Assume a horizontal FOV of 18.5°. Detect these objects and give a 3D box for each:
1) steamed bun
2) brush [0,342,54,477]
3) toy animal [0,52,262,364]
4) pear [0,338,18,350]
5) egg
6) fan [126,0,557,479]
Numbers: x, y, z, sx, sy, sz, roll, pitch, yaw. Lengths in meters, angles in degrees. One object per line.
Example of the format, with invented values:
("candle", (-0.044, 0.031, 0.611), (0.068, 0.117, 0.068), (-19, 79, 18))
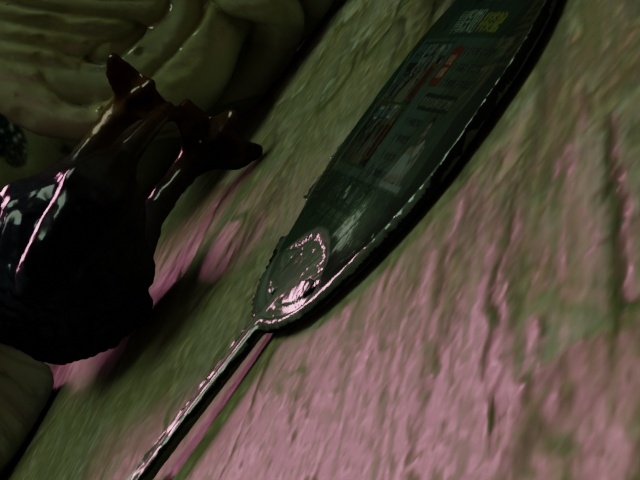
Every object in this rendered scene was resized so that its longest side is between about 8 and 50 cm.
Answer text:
("steamed bun", (-0.147, -0.191, 1.347), (0.268, 0.280, 0.207), (-31, -4, -9))
("brush", (-0.271, 0.082, 1.337), (0.174, 0.166, 0.267), (-44, 14, 49))
("toy animal", (-0.138, -0.008, 1.164), (0.185, 0.122, 0.298), (-60, 11, -27))
("pear", (-0.397, 0.134, 1.522), (0.255, 0.238, 0.164), (-44, 21, 36))
("egg", (-0.179, -0.109, 1.519), (0.177, 0.177, 0.228), (-47, -4, 35))
("fan", (0.011, -0.022, 0.860), (0.294, 0.012, 0.223), (-47, 13, 28))
